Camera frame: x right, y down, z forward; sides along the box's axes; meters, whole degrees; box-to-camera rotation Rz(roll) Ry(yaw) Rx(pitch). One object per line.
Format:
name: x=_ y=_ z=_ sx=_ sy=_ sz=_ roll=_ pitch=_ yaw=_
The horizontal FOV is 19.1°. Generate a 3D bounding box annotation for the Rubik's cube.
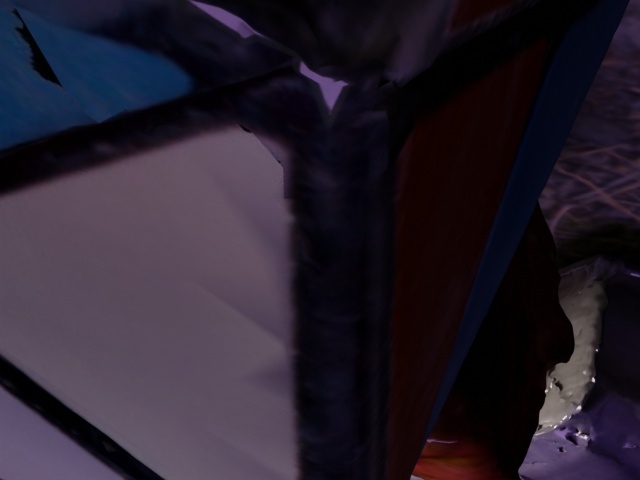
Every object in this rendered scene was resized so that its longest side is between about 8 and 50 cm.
Rubik's cube: x=-0.073 y=-0.114 z=0.533 sx=0.310 sy=0.305 sz=0.307 roll=21 pitch=154 yaw=13

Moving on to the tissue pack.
tissue pack: x=0.235 y=0.138 z=1.174 sx=0.343 sy=0.125 sz=0.242 roll=22 pitch=154 yaw=-22

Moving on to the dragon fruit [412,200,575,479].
dragon fruit: x=-0.010 y=0.001 z=0.849 sx=0.228 sy=0.286 sz=0.329 roll=-5 pitch=162 yaw=9
